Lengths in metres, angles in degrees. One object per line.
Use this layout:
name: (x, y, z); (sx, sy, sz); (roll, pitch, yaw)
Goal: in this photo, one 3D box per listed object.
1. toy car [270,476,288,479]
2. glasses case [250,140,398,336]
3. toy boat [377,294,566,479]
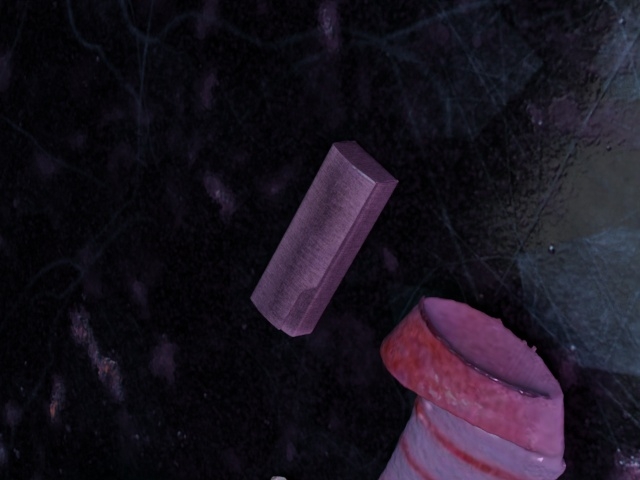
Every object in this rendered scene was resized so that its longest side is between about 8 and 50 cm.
toy car: (-0.051, 0.313, 1.457); (0.059, 0.035, 0.122); (34, 108, 33)
glasses case: (0.000, 0.000, 1.367); (0.071, 0.047, 0.205); (45, 121, 27)
toy boat: (0.120, 0.201, 1.274); (0.206, 0.096, 0.282); (35, 127, 17)
